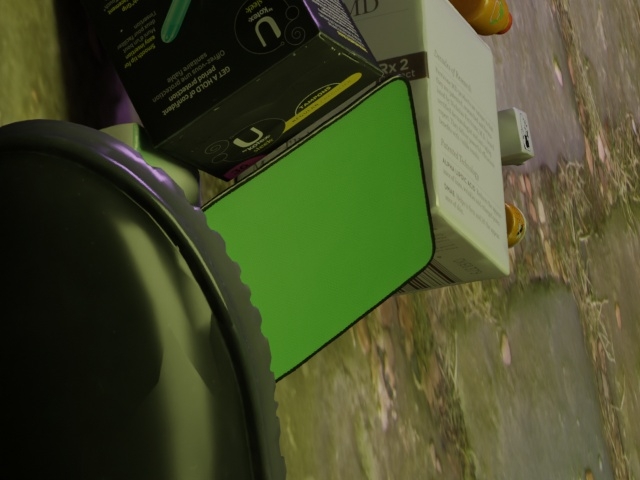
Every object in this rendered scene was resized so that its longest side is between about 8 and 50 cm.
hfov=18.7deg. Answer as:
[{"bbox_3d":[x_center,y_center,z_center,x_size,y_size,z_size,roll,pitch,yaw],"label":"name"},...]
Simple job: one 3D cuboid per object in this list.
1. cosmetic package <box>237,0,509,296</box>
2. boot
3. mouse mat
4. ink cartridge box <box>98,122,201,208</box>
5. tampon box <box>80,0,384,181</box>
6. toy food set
[{"bbox_3d":[0.037,-0.067,1.388,0.151,0.151,0.184,36,46,-60],"label":"cosmetic package"},{"bbox_3d":[-0.144,0.196,0.838,0.367,0.146,0.445,68,28,-21],"label":"boot"},{"bbox_3d":[0.000,0.000,1.198,0.189,0.007,0.153,-35,132,-30],"label":"mouse mat"},{"bbox_3d":[-0.079,0.051,1.174,0.224,0.056,0.181,33,50,-60],"label":"ink cartridge box"},{"bbox_3d":[-0.062,-0.139,1.150,0.161,0.120,0.101,62,16,20],"label":"tampon box"},{"bbox_3d":[0.132,-0.100,1.700,0.104,0.111,0.232,12,66,-67],"label":"toy food set"}]
